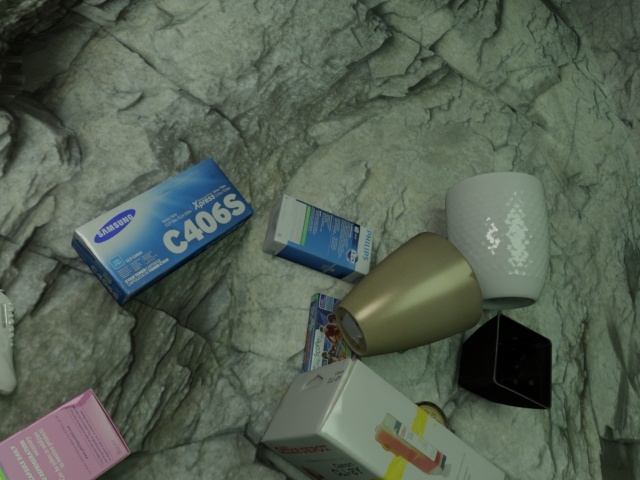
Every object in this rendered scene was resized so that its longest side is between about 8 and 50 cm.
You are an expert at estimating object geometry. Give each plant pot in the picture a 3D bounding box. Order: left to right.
[{"bbox_3d":[0.179,0.147,1.204,0.274,0.256,0.256,-23,80,-22],"label":"plant pot"},{"bbox_3d":[0.466,0.327,1.356,0.188,0.167,0.187,28,56,-18],"label":"plant pot"}]

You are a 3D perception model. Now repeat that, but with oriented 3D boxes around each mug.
[{"bbox_3d":[0.521,0.031,1.494,0.374,0.276,0.328,31,55,-53],"label":"mug"}]

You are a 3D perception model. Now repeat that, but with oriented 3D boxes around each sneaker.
[{"bbox_3d":[-0.559,0.147,0.887,0.095,0.090,0.235,-22,81,-46],"label":"sneaker"}]

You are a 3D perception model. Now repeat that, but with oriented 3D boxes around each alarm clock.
[{"bbox_3d":[0.225,0.434,1.225,0.192,0.064,0.129,44,53,-8],"label":"alarm clock"}]

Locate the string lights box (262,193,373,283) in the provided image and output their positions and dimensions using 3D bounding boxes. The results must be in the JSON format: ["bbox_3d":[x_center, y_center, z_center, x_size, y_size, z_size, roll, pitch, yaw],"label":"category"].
[{"bbox_3d":[0.000,0.000,1.291,0.260,0.077,0.133,22,58,-21],"label":"string lights box"}]

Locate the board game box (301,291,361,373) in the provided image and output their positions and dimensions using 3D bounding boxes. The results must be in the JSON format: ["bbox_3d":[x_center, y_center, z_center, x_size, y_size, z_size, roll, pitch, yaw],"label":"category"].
[{"bbox_3d":[0.033,0.236,1.224,0.136,0.035,0.201,21,58,-21],"label":"board game box"}]

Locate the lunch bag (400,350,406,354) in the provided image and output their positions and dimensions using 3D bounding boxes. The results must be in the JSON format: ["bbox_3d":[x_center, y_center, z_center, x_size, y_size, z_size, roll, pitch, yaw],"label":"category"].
[{"bbox_3d":[0.212,0.233,1.322,0.071,0.053,0.083,-23,72,-38],"label":"lunch bag"}]

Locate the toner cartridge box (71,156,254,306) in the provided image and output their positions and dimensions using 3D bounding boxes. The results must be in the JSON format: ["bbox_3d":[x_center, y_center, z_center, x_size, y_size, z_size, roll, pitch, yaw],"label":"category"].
[{"bbox_3d":[-0.322,-0.030,1.115,0.165,0.075,0.348,50,53,1],"label":"toner cartridge box"}]

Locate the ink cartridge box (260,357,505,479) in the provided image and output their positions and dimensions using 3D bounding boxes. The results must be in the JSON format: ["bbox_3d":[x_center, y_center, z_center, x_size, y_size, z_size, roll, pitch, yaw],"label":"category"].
[{"bbox_3d":[0.111,0.425,1.029,0.385,0.279,0.160,39,55,-9],"label":"ink cartridge box"}]

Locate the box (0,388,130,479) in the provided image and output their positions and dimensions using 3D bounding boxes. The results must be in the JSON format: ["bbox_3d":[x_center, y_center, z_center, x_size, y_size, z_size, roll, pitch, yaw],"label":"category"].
[{"bbox_3d":[-0.438,0.350,0.777,0.243,0.213,0.117,-31,86,-37],"label":"box"}]
